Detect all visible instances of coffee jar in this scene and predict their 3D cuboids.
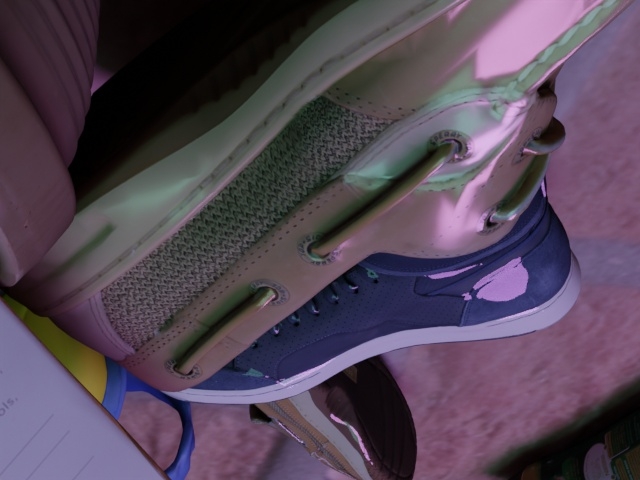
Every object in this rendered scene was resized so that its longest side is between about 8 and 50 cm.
[{"bbox_3d":[0.208,0.164,1.040,0.096,0.079,0.184,21,136,-37],"label":"coffee jar"}]

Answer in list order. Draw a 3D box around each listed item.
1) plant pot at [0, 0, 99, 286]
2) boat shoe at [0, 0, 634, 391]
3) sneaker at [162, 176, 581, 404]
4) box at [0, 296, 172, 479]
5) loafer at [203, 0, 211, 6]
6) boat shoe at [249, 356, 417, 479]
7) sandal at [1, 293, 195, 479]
[{"bbox_3d":[-0.146,-0.103,0.487,0.110,0.237,0.237,-47,149,-16],"label":"plant pot"},{"bbox_3d":[0.029,-0.056,0.534,0.341,0.121,0.110,-32,117,33],"label":"boat shoe"},{"bbox_3d":[0.000,-0.002,0.737,0.226,0.086,0.163,-15,147,8],"label":"sneaker"},{"bbox_3d":[-0.228,0.028,0.518,0.168,0.215,0.345,-49,135,-16],"label":"box"},{"bbox_3d":[0.006,-0.080,0.632,0.078,0.076,0.223,30,127,-33],"label":"loafer"},{"bbox_3d":[-0.008,0.089,0.902,0.072,0.068,0.190,-11,138,25],"label":"boat shoe"},{"bbox_3d":[-0.184,0.149,0.892,0.138,0.126,0.317,17,140,-40],"label":"sandal"}]
